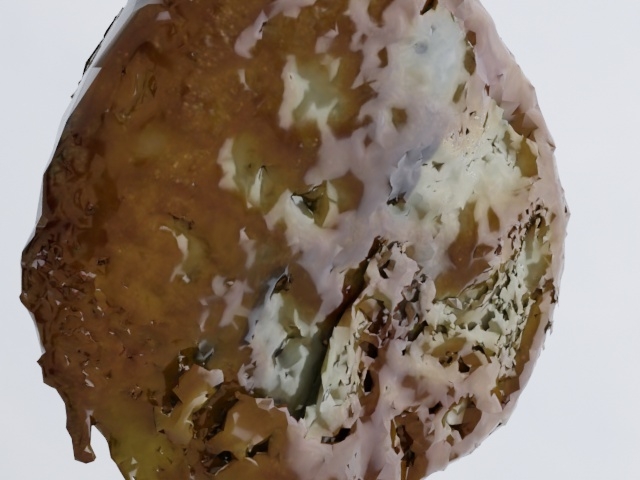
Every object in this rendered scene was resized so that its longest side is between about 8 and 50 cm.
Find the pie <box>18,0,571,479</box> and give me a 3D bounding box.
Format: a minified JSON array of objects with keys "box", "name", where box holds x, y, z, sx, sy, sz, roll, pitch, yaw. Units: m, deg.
[{"box":[0.001,0.000,0.684,0.085,0.308,0.308,16,-41,50],"name":"pie"}]
